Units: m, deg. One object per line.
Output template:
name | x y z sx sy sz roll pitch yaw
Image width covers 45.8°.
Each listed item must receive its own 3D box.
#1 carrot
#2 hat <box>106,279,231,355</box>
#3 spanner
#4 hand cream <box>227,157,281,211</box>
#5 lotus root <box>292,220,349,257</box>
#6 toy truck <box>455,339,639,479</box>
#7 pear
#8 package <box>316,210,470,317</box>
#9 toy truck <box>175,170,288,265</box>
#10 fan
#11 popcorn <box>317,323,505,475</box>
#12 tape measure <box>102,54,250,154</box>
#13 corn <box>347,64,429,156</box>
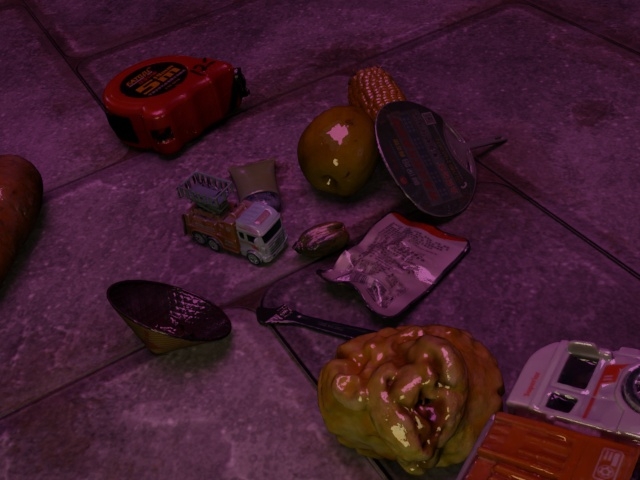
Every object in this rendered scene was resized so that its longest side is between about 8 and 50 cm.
carrot | -0.572 -0.032 1.337 0.139 0.138 0.301 -7 49 3
hat | -0.235 0.134 1.131 0.193 0.082 0.193 20 14 -5
spanner | -0.005 0.128 1.139 0.209 0.012 0.046 12 46 21
hand cream | -0.116 -0.097 1.386 0.095 0.046 0.175 -14 35 -4
lotus root | 0.000 0.000 1.250 0.099 0.049 0.054 -20 63 -8
toy truck | 0.249 0.283 0.804 0.207 0.173 0.387 13 48 35
pear | 0.033 -0.163 1.348 0.149 0.149 0.162 6 66 16
package | 0.115 0.037 1.204 0.166 0.040 0.232 26 44 29
toy truck | -0.146 -0.038 1.271 0.178 0.115 0.080 19 49 26
fan | 0.201 -0.174 1.334 0.223 0.012 0.294 41 53 -5
popcorn | 0.115 0.177 0.923 0.226 0.203 0.200 25 60 9
tape measure | -0.321 -0.294 1.589 0.261 0.114 0.253 20 50 34
corn | 0.133 -0.222 1.438 0.106 0.106 0.305 -16 47 -7
